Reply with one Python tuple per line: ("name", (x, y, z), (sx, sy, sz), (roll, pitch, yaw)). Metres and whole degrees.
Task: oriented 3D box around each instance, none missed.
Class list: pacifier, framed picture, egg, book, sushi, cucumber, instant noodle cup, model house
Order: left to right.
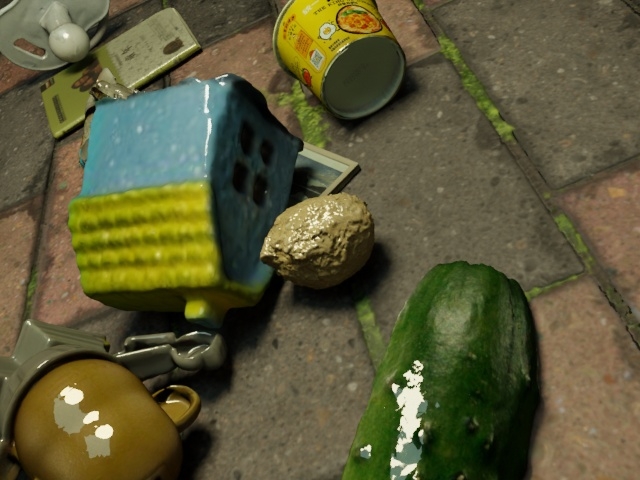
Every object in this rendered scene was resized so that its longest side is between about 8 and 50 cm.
("pacifier", (-0.560, -0.461, 1.506), (0.287, 0.238, 0.226), (-43, 55, 15))
("sushi", (-0.379, -0.203, 1.238), (0.109, 0.134, 0.273), (-53, 49, 22))
("book", (-0.430, -0.365, 1.468), (0.352, 0.035, 0.239), (-32, 44, -3))
("model house", (-0.174, -0.037, 0.895), (0.237, 0.215, 0.303), (-5, 63, 29))
("framed picture", (-0.058, -0.090, 1.021), (0.150, 0.015, 0.203), (-46, 45, -16))
("egg", (0.000, 0.000, 0.832), (0.140, 0.118, 0.116), (-32, 59, 11))
("instant noodle cup", (0.037, -0.279, 1.039), (0.182, 0.182, 0.144), (-30, 51, 0))
("cucumber", (0.125, 0.136, 0.652), (0.145, 0.105, 0.325), (3, 49, 31))

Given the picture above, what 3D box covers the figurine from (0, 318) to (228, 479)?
("figurine", (-0.263, 0.201, 0.751), (0.284, 0.167, 0.343), (15, 62, 40))
